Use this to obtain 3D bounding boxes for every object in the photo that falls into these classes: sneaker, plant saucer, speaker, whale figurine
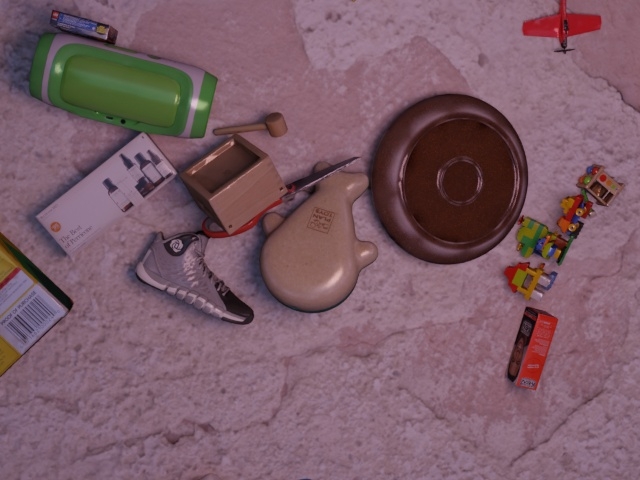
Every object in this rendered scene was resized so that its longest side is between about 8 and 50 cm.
[{"bbox_3d":[-0.203,0.053,1.692,0.228,0.086,0.132,26,92,-8],"label":"sneaker"},{"bbox_3d":[0.244,-0.107,1.711,0.310,0.050,0.311,-2,98,-18],"label":"plant saucer"},{"bbox_3d":[-0.330,-0.260,1.614,0.296,0.131,0.131,13,96,-8],"label":"speaker"},{"bbox_3d":[0.000,0.000,1.697,0.216,0.141,0.272,16,72,9],"label":"whale figurine"}]

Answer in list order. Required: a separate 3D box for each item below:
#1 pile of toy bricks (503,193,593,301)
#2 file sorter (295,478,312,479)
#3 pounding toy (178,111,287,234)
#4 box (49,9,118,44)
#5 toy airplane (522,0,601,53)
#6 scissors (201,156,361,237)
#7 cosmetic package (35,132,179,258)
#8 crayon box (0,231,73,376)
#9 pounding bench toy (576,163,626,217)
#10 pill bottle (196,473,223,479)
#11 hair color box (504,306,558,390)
[{"bbox_3d":[0.407,-0.006,1.755,0.105,0.118,0.212,29,112,18],"label":"pile of toy bricks"},{"bbox_3d":[-0.047,0.541,1.758,0.104,0.118,0.170,-10,99,-9],"label":"file sorter"},{"bbox_3d":[-0.130,-0.128,1.654,0.206,0.181,0.094,-37,128,-12],"label":"pounding toy"},{"bbox_3d":[-0.392,-0.354,1.588,0.094,0.137,0.027,14,96,-9],"label":"box"},{"bbox_3d":[0.442,-0.415,1.729,0.151,0.028,0.151,-1,98,-5],"label":"toy airplane"},{"bbox_3d":[-0.066,-0.074,1.668,0.297,0.021,0.109,-12,54,7],"label":"scissors"},{"bbox_3d":[-0.370,-0.082,1.665,0.239,0.060,0.099,-39,99,0],"label":"cosmetic package"},{"bbox_3d":[-0.614,0.073,1.648,0.202,0.081,0.318,-43,101,0],"label":"crayon box"},{"bbox_3d":[0.506,-0.092,1.767,0.065,0.052,0.083,38,92,-10],"label":"pounding bench toy"},{"bbox_3d":[-0.285,0.571,1.703,0.318,0.176,0.176,-31,100,-2],"label":"pill bottle"},{"bbox_3d":[0.394,0.201,1.783,0.043,0.072,0.141,15,95,-9],"label":"hair color box"}]
